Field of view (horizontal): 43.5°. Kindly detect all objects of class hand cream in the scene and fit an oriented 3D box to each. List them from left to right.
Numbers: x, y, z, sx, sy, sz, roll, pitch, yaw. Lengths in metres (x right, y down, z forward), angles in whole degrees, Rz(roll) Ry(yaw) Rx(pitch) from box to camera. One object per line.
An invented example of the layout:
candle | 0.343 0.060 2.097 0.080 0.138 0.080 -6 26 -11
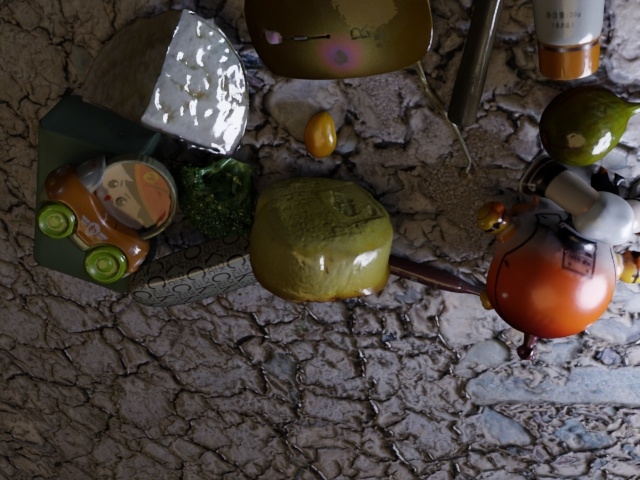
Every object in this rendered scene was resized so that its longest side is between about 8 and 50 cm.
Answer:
hand cream | 0.346 -0.382 1.102 0.139 0.089 0.314 5 124 30

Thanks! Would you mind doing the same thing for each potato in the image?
potato | -0.255 -0.281 1.396 0.189 0.211 0.264 14 -173 -45

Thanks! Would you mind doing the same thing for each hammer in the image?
hammer | 0.245 -0.346 1.164 0.168 0.044 0.440 48 151 30

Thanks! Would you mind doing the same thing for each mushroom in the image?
mushroom | 0.203 -0.215 1.340 0.026 0.028 0.286 32 155 56

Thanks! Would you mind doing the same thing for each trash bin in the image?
trash bin | -0.437 -0.086 1.581 0.222 0.158 0.343 19 133 2

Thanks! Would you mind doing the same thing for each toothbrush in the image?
toothbrush | 0.216 0.072 1.572 0.363 0.041 0.041 18 133 4

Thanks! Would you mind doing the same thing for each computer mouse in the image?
computer mouse | 0.020 -0.333 1.252 0.310 0.072 0.158 2 128 23

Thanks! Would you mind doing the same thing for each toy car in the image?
toy car | -0.362 -0.066 1.419 0.235 0.145 0.235 -3 114 -7

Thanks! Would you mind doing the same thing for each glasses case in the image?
glasses case | -0.209 0.055 1.603 0.354 0.085 0.137 -17 153 7

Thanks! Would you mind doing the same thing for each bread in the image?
bread | 0.000 0.000 1.431 0.269 0.270 0.148 15 129 6

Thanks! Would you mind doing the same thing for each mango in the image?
mango | 0.001 -0.188 1.417 0.060 0.046 0.089 14 120 4

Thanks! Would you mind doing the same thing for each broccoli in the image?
broccoli | -0.197 -0.085 1.506 0.195 0.195 0.156 22 99 0

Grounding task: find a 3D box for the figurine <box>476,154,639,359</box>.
figurine | 0.408 0.037 1.365 0.320 0.196 0.323 18 124 -5

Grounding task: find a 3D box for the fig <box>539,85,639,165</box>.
fig | 0.456 -0.185 1.229 0.236 0.124 0.124 -11 128 2
